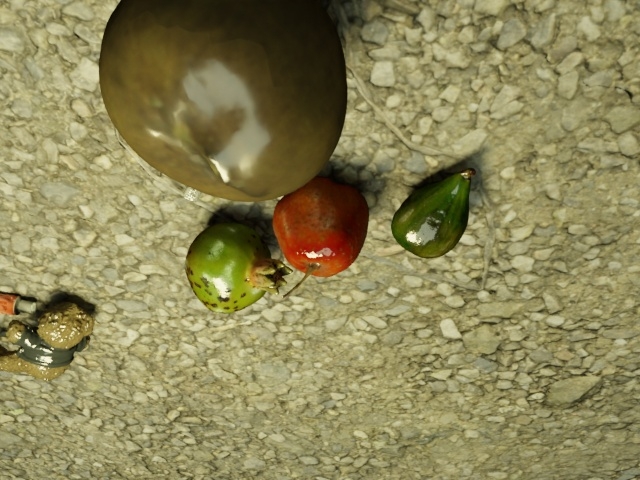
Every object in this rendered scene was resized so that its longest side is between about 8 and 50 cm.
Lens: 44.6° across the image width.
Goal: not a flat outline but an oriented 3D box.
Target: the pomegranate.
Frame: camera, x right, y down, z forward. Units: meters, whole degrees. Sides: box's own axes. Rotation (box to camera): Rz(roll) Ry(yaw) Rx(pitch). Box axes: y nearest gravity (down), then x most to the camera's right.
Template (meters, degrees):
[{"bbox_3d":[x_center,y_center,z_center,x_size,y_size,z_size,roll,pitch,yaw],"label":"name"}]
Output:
[{"bbox_3d":[-0.140,0.051,1.340,0.205,0.159,0.159,8,146,39],"label":"pomegranate"}]

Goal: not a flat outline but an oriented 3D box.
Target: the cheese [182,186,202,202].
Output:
[{"bbox_3d":[-0.184,-0.121,1.262,0.086,0.036,0.162,23,133,-17],"label":"cheese"}]

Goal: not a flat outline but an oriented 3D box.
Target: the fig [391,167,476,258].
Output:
[{"bbox_3d":[0.195,-0.055,1.264,0.117,0.117,0.177,22,118,-18],"label":"fig"}]

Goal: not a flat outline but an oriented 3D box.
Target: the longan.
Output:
[{"bbox_3d":[-0.116,-0.202,0.980,0.318,0.319,0.319,2,137,2],"label":"longan"}]

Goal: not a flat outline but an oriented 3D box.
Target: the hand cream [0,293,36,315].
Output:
[{"bbox_3d":[-0.678,0.120,1.564,0.216,0.038,0.052,6,110,4],"label":"hand cream"}]

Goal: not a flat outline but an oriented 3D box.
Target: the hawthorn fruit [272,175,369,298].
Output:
[{"bbox_3d":[0.000,0.000,1.254,0.162,0.204,0.163,1,140,1],"label":"hawthorn fruit"}]

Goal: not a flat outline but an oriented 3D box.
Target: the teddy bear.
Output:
[{"bbox_3d":[-0.556,0.217,1.582,0.251,0.129,0.182,-35,163,31],"label":"teddy bear"}]
